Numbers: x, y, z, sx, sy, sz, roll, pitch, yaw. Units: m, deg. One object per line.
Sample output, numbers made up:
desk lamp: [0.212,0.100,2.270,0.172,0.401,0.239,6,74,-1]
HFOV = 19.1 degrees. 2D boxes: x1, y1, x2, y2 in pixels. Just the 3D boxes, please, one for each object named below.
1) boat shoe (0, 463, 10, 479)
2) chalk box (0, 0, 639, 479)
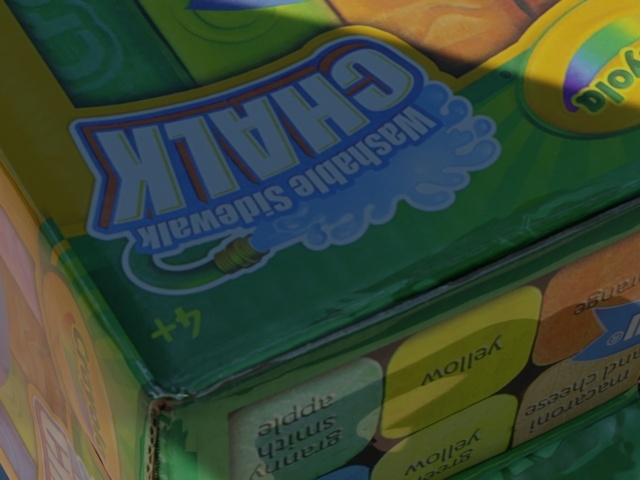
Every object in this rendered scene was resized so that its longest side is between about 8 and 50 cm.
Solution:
boat shoe: [-0.003,0.025,0.855,0.136,0.156,0.367,43,81,6]
chalk box: [0.000,0.000,0.505,0.180,0.179,0.289,-24,57,-21]
